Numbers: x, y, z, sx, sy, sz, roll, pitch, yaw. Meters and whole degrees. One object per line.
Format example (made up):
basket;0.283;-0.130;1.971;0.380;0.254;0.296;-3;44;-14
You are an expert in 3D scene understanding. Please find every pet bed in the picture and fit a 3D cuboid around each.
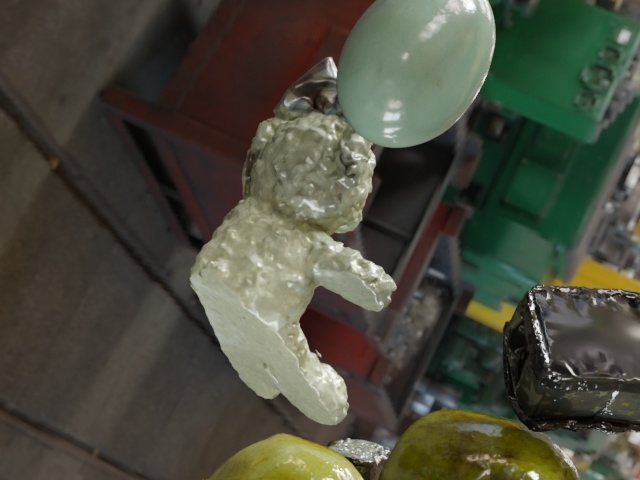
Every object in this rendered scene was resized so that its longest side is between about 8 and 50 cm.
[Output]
pet bed;0.352;0.168;1.683;0.159;0.210;0.183;104;-16;-47

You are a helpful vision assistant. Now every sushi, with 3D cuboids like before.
sushi;0.057;0.427;2.249;0.225;0.124;0.127;18;83;-78

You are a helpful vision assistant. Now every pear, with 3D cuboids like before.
pear;0.214;0.360;1.675;0.287;0.287;0.375;-61;172;-16

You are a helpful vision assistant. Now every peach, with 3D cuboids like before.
peach;-0.051;0.461;1.908;0.281;0.314;0.316;-41;-168;50

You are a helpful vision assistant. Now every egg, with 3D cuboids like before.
egg;0.115;-0.216;1.495;0.231;0.168;0.168;-56;164;-11

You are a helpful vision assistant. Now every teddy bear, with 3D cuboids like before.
teddy bear;0.000;0.000;1.768;0.362;0.327;0.375;-48;130;-22
